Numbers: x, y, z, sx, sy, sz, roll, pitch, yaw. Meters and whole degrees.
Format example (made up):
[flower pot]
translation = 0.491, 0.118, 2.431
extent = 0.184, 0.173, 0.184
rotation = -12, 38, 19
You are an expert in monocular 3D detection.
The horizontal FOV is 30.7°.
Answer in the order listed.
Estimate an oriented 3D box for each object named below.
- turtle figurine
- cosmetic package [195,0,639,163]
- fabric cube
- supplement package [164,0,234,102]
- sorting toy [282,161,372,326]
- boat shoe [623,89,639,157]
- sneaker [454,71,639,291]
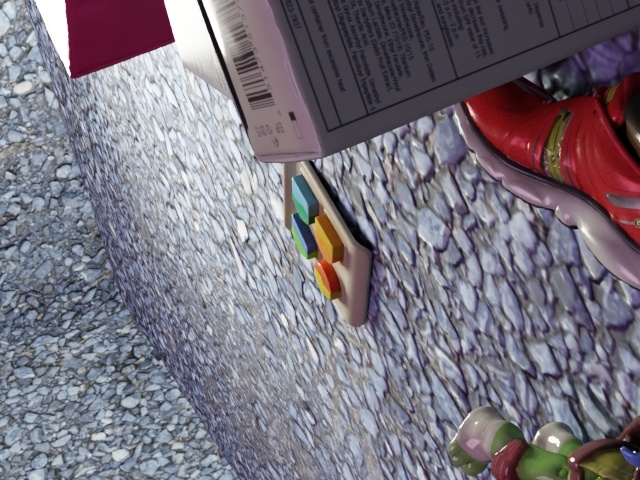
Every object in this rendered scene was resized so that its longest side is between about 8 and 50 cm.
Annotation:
[turtle figurine]
translation = 0.227, 0.271, 1.044
extent = 0.266, 0.198, 0.274
rotation = -145, 38, -65
[cosmetic package]
translation = 0.083, -0.169, 0.722
extent = 0.129, 0.296, 0.153
rotation = 7, 118, 70
[fabric cube]
translation = -0.256, -0.406, 1.476
extent = 0.259, 0.254, 0.258
rotation = 61, 164, 12
[supplement package]
translation = -0.016, -0.245, 1.066
extent = 0.263, 0.199, 0.198
rotation = 40, 149, 54
[sorting toy]
translation = 0.000, 0.000, 1.611
extent = 0.208, 0.038, 0.193
rotation = 55, 160, 30
[boat shoe]
translation = 0.291, 0.007, 0.640
extent = 0.324, 0.122, 0.120
rotation = 47, 157, 48
[sneaker]
translation = 0.208, -0.076, 0.856
extent = 0.279, 0.107, 0.118
rotation = 45, 134, 43
